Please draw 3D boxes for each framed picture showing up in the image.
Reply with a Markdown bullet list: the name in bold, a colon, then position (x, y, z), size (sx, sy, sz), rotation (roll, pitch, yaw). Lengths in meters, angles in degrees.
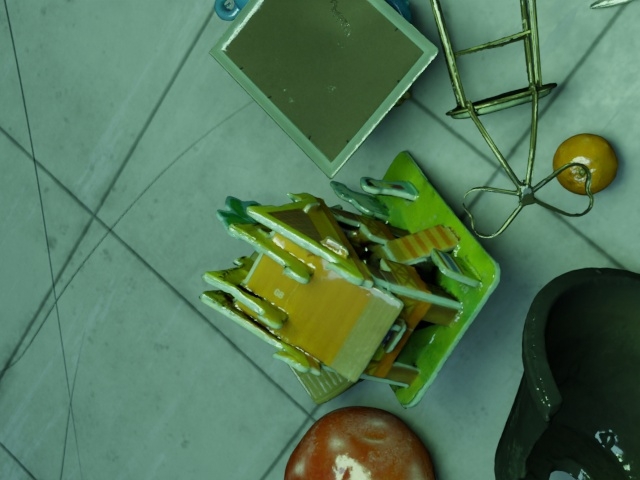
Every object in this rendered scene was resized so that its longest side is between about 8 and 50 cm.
- **framed picture**: position (-0.001, -0.245, 1.356), size (0.216, 0.016, 0.273), rotation (-48, 66, 15)

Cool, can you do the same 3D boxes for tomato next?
- **tomato**: position (0.051, 0.355, 1.512), size (0.232, 0.188, 0.232), rotation (4, 99, 24)

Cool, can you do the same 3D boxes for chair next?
- **chair**: position (0.231, -0.182, 1.335), size (0.159, 0.170, 0.326), rotation (-14, 96, 8)

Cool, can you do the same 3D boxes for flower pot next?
- **flower pot**: position (0.375, 0.246, 1.292), size (0.379, 0.379, 0.251), rotation (39, 134, 14)

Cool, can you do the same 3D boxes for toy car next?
- **toy car**: position (-0.026, 0.113, 1.539), size (0.101, 0.124, 0.257), rotation (-37, 84, 25)

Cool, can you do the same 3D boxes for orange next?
- **orange**: position (0.343, -0.098, 1.349), size (0.083, 0.083, 0.084), rotation (5, 102, 25)

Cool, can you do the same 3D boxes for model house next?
- **model house**: position (0.000, 0.000, 1.344), size (0.242, 0.312, 0.358), rotation (-57, 32, 22)

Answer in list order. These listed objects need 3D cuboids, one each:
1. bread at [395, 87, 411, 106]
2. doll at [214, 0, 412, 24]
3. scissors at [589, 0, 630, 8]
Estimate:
- **bread**: position (0.104, -0.233, 1.464), size (0.049, 0.034, 0.088), rotation (-6, 101, 12)
- **doll**: position (-0.010, -0.392, 1.432), size (0.341, 0.099, 0.346), rotation (-30, 76, 24)
- **scissors**: position (0.477, -0.335, 1.273), size (0.300, 0.022, 0.109), rotation (-16, 89, 28)
